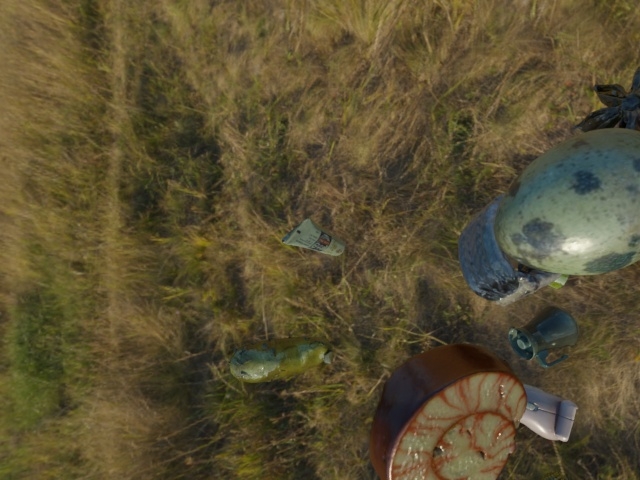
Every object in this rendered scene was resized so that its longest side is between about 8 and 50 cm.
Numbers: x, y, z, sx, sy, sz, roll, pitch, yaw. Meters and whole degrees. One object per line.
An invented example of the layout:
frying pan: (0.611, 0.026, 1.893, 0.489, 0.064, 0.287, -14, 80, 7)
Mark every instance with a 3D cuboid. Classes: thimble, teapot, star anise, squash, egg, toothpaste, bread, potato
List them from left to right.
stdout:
potato: (-0.083, 0.249, 0.943, 0.117, 0.225, 0.090, 150, 112, -79)
toothpaste: (0.000, 0.000, 0.833, 0.060, 0.233, 0.038, -44, 68, 10)
bread: (0.236, 0.359, 0.840, 0.114, 0.295, 0.328, 39, 116, 62)
thimble: (0.439, 0.019, 1.014, 0.157, 0.217, 0.246, 114, 179, -61)
squash: (0.666, 0.081, 1.335, 0.105, 0.132, 0.105, -165, 90, -85)
teapot: (0.887, 0.383, 1.746, 0.171, 0.225, 0.203, 98, 149, -62)
egg: (0.271, -0.034, 0.455, 0.181, 0.141, 0.141, -27, 66, 11)
star anise: (0.796, -0.313, 1.087, 0.332, 0.117, 0.332, -45, 34, 44)

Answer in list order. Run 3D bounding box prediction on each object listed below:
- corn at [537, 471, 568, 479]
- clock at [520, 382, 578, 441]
corn: (0.615, 0.801, 1.324, 0.312, 0.102, 0.102, -28, 63, 1)
clock: (0.834, 0.666, 1.806, 0.325, 0.342, 0.184, 20, 78, 24)
